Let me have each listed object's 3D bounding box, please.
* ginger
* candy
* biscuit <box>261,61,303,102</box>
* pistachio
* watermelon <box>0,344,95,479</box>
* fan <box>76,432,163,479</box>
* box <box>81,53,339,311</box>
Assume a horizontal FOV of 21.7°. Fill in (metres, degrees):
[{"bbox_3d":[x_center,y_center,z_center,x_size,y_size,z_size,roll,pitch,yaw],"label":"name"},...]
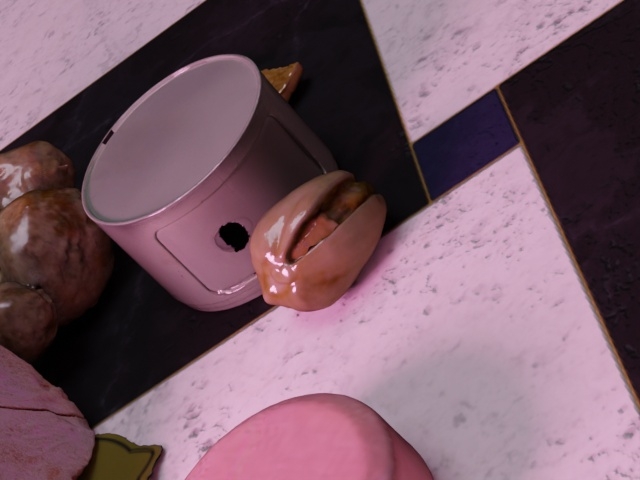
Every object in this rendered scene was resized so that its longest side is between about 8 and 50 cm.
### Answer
[{"bbox_3d":[-0.338,0.017,1.858,0.244,0.155,0.304,-46,32,-8],"label":"ginger"},{"bbox_3d":[-0.025,0.244,1.328,0.255,0.094,0.255,-27,37,22],"label":"candy"},{"bbox_3d":[-0.117,-0.142,1.913,0.224,0.033,0.144,-4,52,45],"label":"biscuit"},{"bbox_3d":[0.000,0.000,1.577,0.149,0.113,0.113,-40,30,-23],"label":"pistachio"},{"bbox_3d":[-0.392,0.221,1.626,0.222,0.319,0.292,-57,5,25],"label":"watermelon"},{"bbox_3d":[-0.294,0.282,1.587,0.335,0.011,0.229,-29,26,-3],"label":"fan"},{"bbox_3d":[-0.109,-0.059,1.703,0.226,0.149,0.226,-28,36,23],"label":"box"}]
